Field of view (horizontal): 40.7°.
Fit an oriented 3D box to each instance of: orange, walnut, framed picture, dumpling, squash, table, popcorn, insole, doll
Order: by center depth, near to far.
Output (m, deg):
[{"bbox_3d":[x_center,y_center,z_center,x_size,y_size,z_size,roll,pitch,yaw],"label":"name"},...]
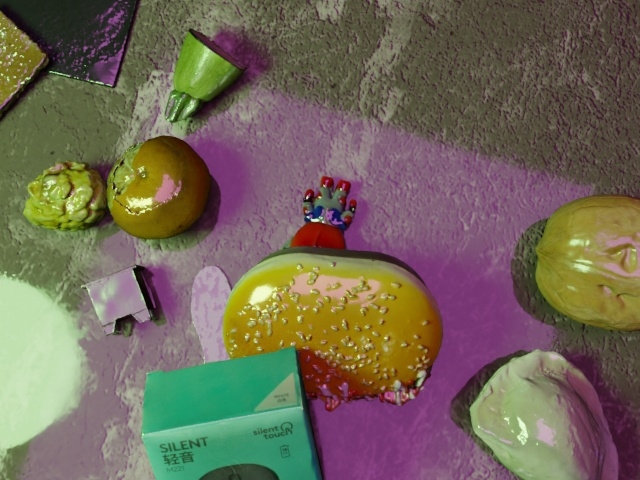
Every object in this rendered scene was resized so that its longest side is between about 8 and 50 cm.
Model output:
[{"bbox_3d":[0.416,0.032,1.211,0.226,0.193,0.193,4,82,10],"label":"walnut"},{"bbox_3d":[0.333,0.259,1.211,0.252,0.131,0.179,34,62,-7],"label":"dumpling"},{"bbox_3d":[-0.234,-0.073,1.251,0.157,0.134,0.156,-6,63,12],"label":"orange"},{"bbox_3d":[-0.288,0.089,1.256,0.083,0.070,0.082,-21,87,-4],"label":"table"},{"bbox_3d":[-0.368,-0.067,1.256,0.116,0.121,0.106,19,69,-30],"label":"popcorn"},{"bbox_3d":[-0.001,0.000,1.273,0.104,0.062,0.194,17,75,-10],"label":"doll"},{"bbox_3d":[-0.155,0.133,1.280,0.065,0.006,0.193,-10,83,-2],"label":"insole"},{"bbox_3d":[-0.188,-0.235,1.299,0.105,0.105,0.132,37,102,5],"label":"squash"},{"bbox_3d":[-0.447,-0.388,1.347,0.324,0.013,0.244,13,82,2],"label":"framed picture"}]

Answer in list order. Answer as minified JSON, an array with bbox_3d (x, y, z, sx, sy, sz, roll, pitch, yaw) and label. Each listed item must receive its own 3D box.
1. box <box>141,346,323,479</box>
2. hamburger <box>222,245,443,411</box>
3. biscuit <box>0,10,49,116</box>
[{"bbox_3d":[-0.099,0.309,1.126,0.205,0.118,0.311,-11,119,-3],"label":"box"},{"bbox_3d":[0.018,0.119,1.176,0.295,0.151,0.227,5,120,5],"label":"hamburger"},{"bbox_3d":[-0.533,-0.233,1.314,0.131,0.026,0.237,42,90,6],"label":"biscuit"}]
